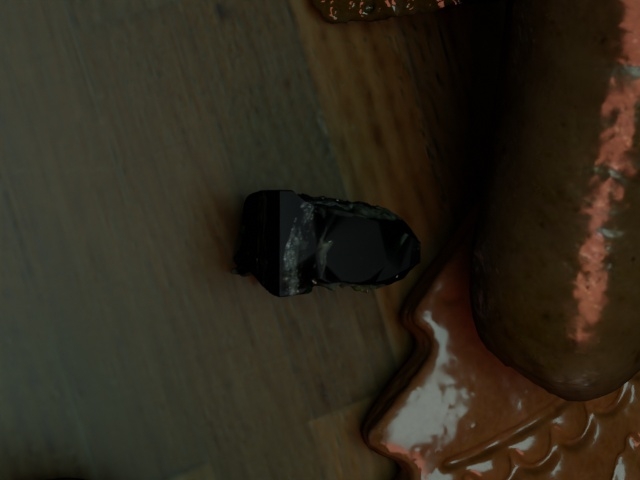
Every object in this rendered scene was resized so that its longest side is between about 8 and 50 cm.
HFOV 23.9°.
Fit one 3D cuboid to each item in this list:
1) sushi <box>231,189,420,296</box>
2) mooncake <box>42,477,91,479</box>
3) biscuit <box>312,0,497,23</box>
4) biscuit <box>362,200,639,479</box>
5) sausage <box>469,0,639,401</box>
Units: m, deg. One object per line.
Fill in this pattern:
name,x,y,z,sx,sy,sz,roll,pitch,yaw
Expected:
sushi,0.000,0.000,0.827,0.083,0.084,0.056,-1,93,-22
mooncake,-0.134,0.305,0.716,0.378,0.201,0.378,0,90,-23
biscuit,0.097,-0.193,0.823,0.231,0.025,0.131,-6,115,12
biscuit,0.131,0.110,0.905,0.284,0.043,0.306,-8,94,-22
sausage,0.147,-0.147,0.752,0.136,0.123,0.501,-14,119,-29
